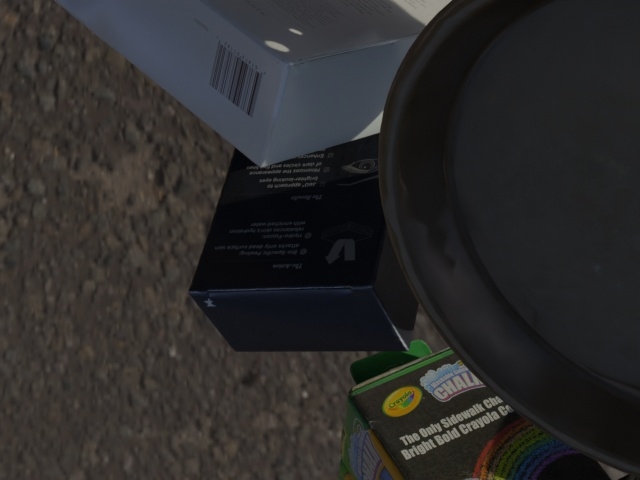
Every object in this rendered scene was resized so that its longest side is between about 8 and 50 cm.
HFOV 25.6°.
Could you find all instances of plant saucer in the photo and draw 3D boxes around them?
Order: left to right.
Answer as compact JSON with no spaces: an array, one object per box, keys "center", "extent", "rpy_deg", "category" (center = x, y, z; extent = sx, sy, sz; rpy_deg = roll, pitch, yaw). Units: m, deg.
[{"center":[0.154,-0.006,0.621],"extent":[0.277,0.041,0.278],"rpy_deg":[19,132,23],"category":"plant saucer"}]

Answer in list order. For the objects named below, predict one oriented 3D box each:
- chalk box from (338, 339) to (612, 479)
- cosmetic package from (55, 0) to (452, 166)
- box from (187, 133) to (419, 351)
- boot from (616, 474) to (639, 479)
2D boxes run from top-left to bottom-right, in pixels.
[{"center":[0.132,0.223,1.372],"extent":[0.180,0.289,0.179],"rpy_deg":[-19,141,-20],"category":"chalk box"},{"center":[-0.058,-0.220,1.137],"extent":[0.284,0.377,0.097],"rpy_deg":[-21,139,-41],"category":"cosmetic package"},{"center":[0.000,0.000,1.112],"extent":[0.156,0.158,0.093],"rpy_deg":[-2,143,25],"category":"box"},{"center":[0.419,0.408,2.002],"extent":[0.377,0.284,0.138],"rpy_deg":[-36,87,-28],"category":"boot"}]
